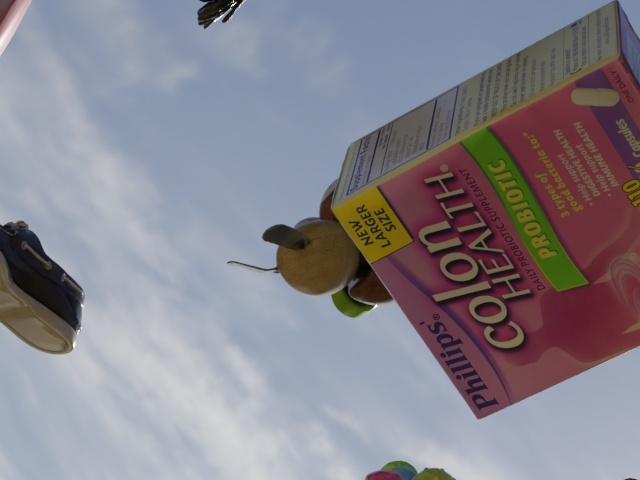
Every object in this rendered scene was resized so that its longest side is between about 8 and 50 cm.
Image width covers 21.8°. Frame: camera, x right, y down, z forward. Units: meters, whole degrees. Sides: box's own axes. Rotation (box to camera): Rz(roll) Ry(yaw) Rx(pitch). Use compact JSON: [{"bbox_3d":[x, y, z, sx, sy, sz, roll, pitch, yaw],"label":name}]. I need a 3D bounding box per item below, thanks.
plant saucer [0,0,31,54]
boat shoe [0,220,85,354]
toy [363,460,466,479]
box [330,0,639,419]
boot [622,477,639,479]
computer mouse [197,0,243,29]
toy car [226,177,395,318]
[{"bbox_3d":[-0.236,-0.150,0.480,0.332,0.332,0.084,56,-15,2],"label":"plant saucer"},{"bbox_3d":[-0.272,0.016,1.425,0.075,0.065,0.206,-7,-43,33],"label":"boat shoe"},{"bbox_3d":[0.076,0.231,1.491,0.237,0.137,0.056,-149,-128,-88],"label":"toy"},{"bbox_3d":[0.169,-0.020,1.247,0.243,0.117,0.213,-27,-69,21],"label":"box"},{"bbox_3d":[0.220,0.253,0.869,0.220,0.109,0.283,-11,-101,23],"label":"boot"},{"bbox_3d":[-0.069,-0.331,1.740,0.072,0.188,0.272,36,-11,15],"label":"computer mouse"},{"bbox_3d":[0.000,0.000,1.723,0.155,0.188,0.149,-43,-123,50],"label":"toy car"}]
